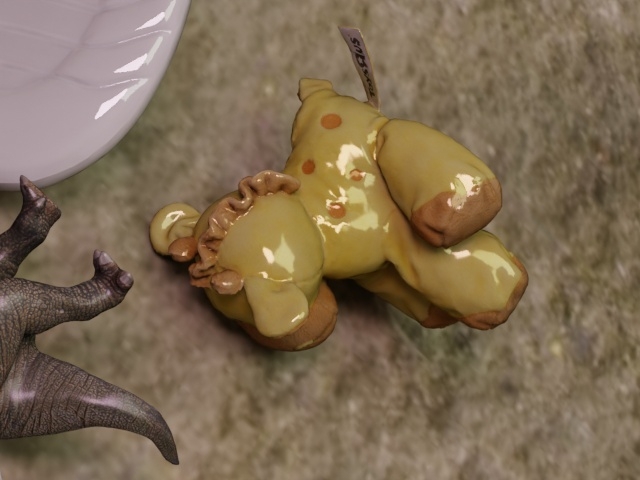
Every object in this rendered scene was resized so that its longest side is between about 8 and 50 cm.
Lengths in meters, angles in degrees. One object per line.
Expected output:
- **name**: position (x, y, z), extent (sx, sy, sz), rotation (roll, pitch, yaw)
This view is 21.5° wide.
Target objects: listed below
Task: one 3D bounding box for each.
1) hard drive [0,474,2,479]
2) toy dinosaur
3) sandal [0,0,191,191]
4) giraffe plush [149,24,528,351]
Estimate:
- **hard drive**: position (-0.206, 0.243, 0.778), extent (0.203, 0.040, 0.307), rotation (9, 57, -49)
- **toy dinosaur**: position (-0.206, 0.026, 0.887), extent (0.160, 0.121, 0.313), rotation (-45, 118, -7)
- **sandal**: position (-0.145, -0.218, 1.038), extent (0.102, 0.169, 0.416), rotation (62, 29, -68)
- **giraffe plush**: position (0.000, 0.000, 1.049), extent (0.170, 0.181, 0.210), rotation (-39, 109, -23)
